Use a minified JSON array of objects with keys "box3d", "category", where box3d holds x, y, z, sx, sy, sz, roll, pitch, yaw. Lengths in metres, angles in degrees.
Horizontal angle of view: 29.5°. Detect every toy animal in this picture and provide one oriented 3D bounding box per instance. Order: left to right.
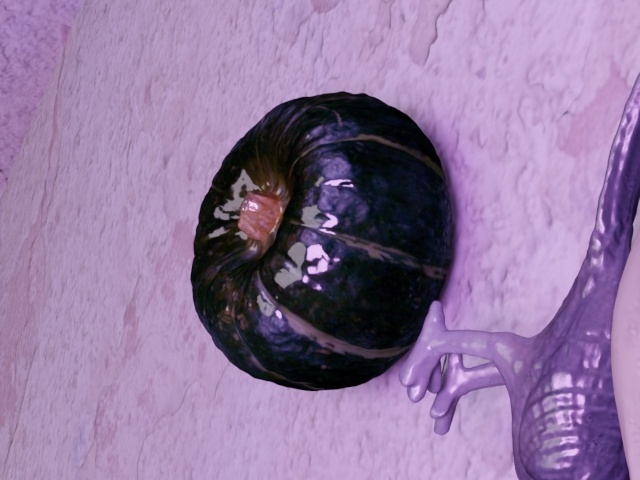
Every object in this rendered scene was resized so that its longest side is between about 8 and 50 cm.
[{"box3d":[0.149,0.082,0.772,0.205,0.081,0.367,-10,72,38],"category":"toy animal"}]

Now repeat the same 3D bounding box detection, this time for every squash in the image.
[{"box3d":[0.000,0.000,1.009,0.252,0.165,0.252,-32,51,52],"category":"squash"}]

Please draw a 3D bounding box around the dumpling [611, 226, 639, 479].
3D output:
[{"box3d":[0.283,0.035,0.480,0.315,0.233,0.395,7,70,32],"category":"dumpling"}]
